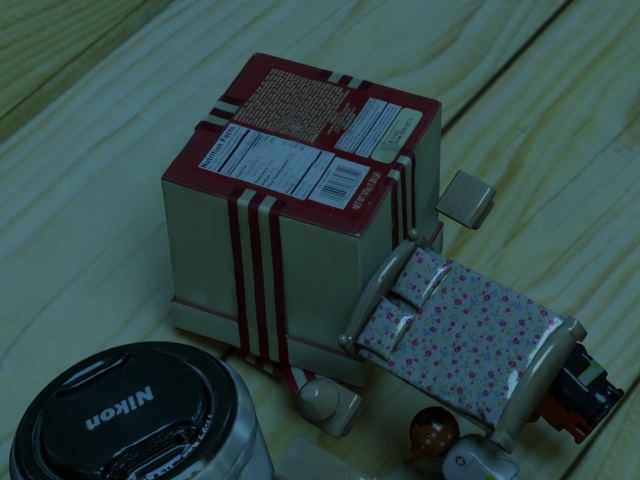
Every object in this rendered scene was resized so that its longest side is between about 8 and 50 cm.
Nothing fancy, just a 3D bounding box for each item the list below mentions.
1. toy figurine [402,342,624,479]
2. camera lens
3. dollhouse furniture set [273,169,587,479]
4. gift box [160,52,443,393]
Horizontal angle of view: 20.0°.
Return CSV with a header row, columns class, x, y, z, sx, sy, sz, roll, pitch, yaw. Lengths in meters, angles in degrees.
class,x,y,z,sx,sy,sz,roll,pitch,yaw
toy figurine,0.184,0.178,1.827,0.148,0.213,0.209,43,84,11
camera lens,-0.143,0.245,1.635,0.219,0.274,0.219,-9,39,8
dollhouse furniture set,0.136,0.121,1.651,0.303,0.174,0.356,28,82,29
gift box,0.000,0.000,1.885,0.276,0.258,0.255,22,50,21
